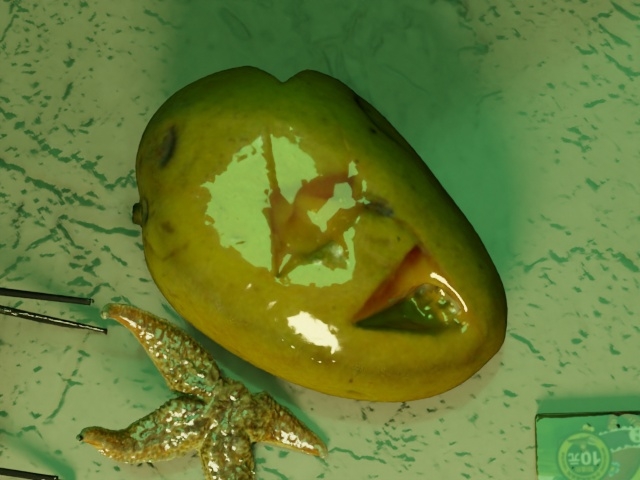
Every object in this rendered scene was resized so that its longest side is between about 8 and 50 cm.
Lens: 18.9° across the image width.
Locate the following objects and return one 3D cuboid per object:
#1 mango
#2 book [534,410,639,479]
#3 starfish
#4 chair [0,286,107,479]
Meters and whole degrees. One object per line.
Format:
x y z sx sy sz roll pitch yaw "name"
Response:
0.000 0.000 1.687 0.365 0.182 0.253 35 78 0 "mango"
0.302 0.304 1.661 0.228 0.018 0.323 -3 76 4 "book"
-0.115 0.166 1.690 0.247 0.050 0.138 35 72 -9 "starfish"
-0.325 0.121 1.689 0.246 0.172 0.159 9 78 0 "chair"
